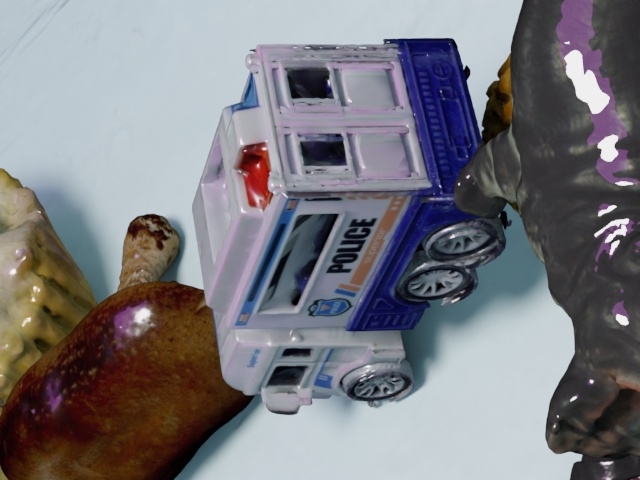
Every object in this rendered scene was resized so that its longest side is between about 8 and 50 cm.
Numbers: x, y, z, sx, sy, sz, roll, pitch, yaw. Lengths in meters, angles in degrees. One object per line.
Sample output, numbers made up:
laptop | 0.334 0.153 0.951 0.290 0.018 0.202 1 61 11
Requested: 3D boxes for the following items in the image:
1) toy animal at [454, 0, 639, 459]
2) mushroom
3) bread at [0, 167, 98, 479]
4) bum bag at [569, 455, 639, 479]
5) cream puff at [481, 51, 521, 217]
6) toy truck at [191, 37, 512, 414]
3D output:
toy animal | 0.145 -0.025 0.853 0.168 0.106 0.343 -36 54 57
mushroom | -0.139 0.072 1.288 0.227 0.148 0.217 -38 32 21
bread | -0.286 0.075 1.411 0.274 0.149 0.274 -19 61 37
bum bag | 0.169 0.102 0.978 0.058 0.034 0.124 6 80 35
cream puff | 0.152 -0.069 1.008 0.144 0.103 0.126 -39 51 40
toy truck | 0.000 0.000 1.054 0.268 0.155 0.124 115 150 -55
